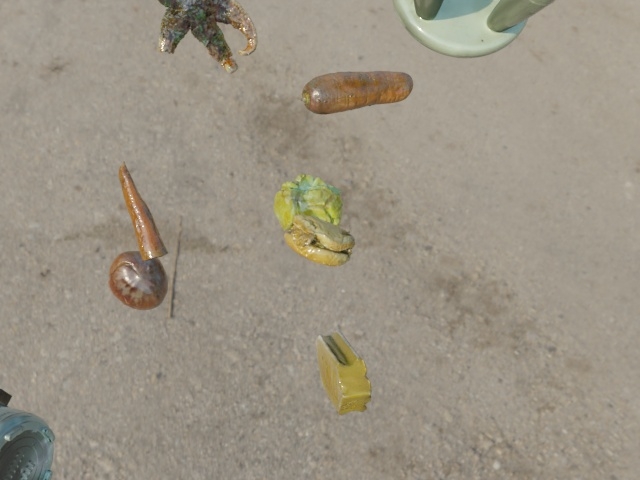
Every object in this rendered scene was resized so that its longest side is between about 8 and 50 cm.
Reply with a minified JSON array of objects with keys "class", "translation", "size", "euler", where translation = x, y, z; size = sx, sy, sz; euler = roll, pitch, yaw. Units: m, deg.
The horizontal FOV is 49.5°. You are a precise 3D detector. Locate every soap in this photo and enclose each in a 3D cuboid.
[{"class":"soap","translation":[0.059,0.347,1.769],"size":[0.080,0.160,0.257],"euler":[-10,14,-12]}]

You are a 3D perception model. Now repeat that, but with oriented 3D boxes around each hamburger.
[{"class":"hamburger","translation":[0.000,0.000,1.489],"size":[0.147,0.083,0.138],"euler":[12,13,-32]}]

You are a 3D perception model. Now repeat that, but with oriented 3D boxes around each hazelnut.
[{"class":"hazelnut","translation":[-0.434,0.095,1.667],"size":[0.143,0.143,0.154],"euler":[-31,90,-38]}]

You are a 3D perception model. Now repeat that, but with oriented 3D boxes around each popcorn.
[{"class":"popcorn","translation":[-0.039,-0.099,2.198],"size":[0.221,0.204,0.183],"euler":[16,39,5]}]

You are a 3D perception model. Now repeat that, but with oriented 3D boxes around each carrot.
[{"class":"carrot","translation":[-0.394,-0.063,1.493],"size":[0.057,0.057,0.224],"euler":[-20,84,-32]},{"class":"carrot","translation":[0.060,-0.230,1.054],"size":[0.186,0.060,0.060],"euler":[-14,51,-22]}]

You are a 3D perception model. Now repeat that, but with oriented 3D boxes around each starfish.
[{"class":"starfish","translation":[-0.180,-0.323,0.955],"size":[0.210,0.150,0.053],"euler":[27,12,-23]}]

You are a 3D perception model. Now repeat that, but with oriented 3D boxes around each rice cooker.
[{"class":"rice cooker","translation":[-0.692,0.440,1.402],"size":[0.227,0.241,0.280],"euler":[9,60,20]}]

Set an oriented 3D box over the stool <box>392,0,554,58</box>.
[{"class":"stool","translation":[0.204,-0.360,0.872],"size":[0.196,0.198,0.195],"euler":[10,75,-4]}]
